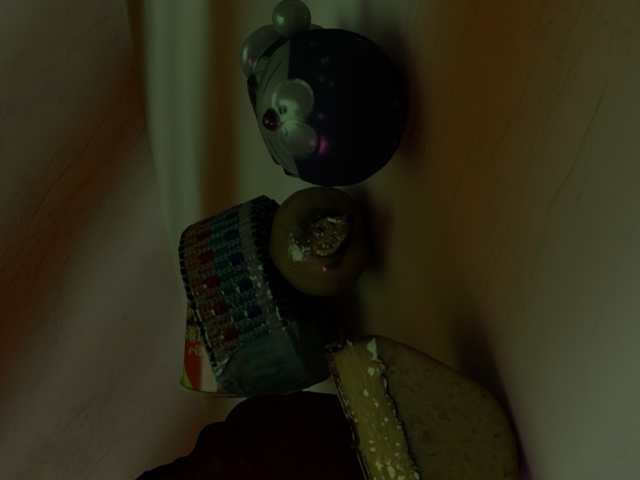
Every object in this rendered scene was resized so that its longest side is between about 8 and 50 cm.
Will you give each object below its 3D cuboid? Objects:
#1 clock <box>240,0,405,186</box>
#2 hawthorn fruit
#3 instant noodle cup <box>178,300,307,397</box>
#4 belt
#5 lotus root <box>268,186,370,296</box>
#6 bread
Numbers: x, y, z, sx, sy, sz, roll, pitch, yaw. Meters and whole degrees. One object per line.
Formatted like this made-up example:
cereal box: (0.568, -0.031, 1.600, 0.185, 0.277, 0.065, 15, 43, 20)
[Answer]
clock: (-0.004, -0.149, 1.130, 0.243, 0.146, 0.200, -129, 25, -66)
hawthorn fruit: (-0.029, 0.378, 1.210, 0.403, 0.402, 0.403, 167, 90, -74)
instant noodle cup: (-0.110, 0.128, 1.635, 0.213, 0.213, 0.174, -164, 72, -72)
belt: (-0.077, 0.080, 1.436, 0.258, 0.150, 0.207, 68, -163, 4)
lotus root: (0.000, 0.000, 1.283, 0.125, 0.118, 0.221, 61, 173, -6)
bread: (0.108, 0.195, 1.031, 0.129, 0.134, 0.260, -40, 68, 61)
